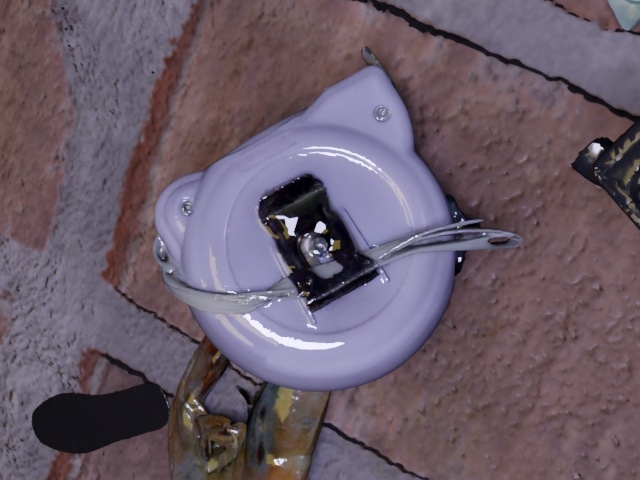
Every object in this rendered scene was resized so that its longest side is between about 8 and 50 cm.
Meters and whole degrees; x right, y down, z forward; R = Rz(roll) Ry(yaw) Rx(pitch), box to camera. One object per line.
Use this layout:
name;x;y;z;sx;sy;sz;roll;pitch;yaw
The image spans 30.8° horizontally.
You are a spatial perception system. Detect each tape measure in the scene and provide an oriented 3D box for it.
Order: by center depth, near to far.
tape measure;0.004;0.001;0.732;0.196;0.105;0.178;-37;84;-8

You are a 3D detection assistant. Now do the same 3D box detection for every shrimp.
shrimp;-0.048;0.107;0.837;0.143;0.052;0.251;37;106;36

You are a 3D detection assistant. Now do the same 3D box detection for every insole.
insole;-0.182;0.144;0.948;0.153;0.002;0.053;-18;85;31

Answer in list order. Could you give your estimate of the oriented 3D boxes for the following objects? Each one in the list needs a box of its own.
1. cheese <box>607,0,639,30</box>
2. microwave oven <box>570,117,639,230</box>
cheese;0.162;-0.186;0.694;0.120;0.026;0.067;49;117;18
microwave oven;0.277;-0.059;0.543;0.247;0.188;0.178;-47;71;26
